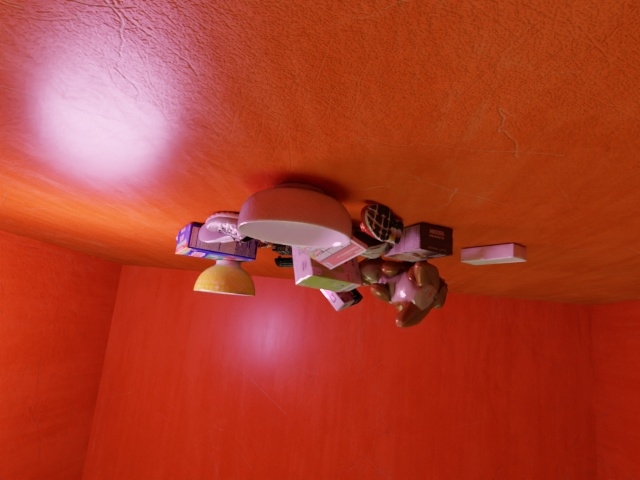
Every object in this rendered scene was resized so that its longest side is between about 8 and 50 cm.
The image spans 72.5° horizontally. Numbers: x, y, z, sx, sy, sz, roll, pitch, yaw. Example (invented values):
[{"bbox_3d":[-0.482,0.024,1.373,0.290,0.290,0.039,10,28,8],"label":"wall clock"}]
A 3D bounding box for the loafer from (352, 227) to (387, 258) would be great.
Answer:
[{"bbox_3d":[0.098,-0.012,1.660,0.320,0.112,0.111,10,149,-13],"label":"loafer"}]

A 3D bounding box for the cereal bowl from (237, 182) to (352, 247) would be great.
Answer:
[{"bbox_3d":[-0.070,-0.078,1.287,0.339,0.141,0.339,5,168,1],"label":"cereal bowl"}]

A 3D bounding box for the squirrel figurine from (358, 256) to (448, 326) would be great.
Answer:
[{"bbox_3d":[0.359,0.185,1.978,0.397,0.280,0.371,4,-169,-44],"label":"squirrel figurine"}]

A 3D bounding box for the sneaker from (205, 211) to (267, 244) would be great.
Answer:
[{"bbox_3d":[-0.315,-0.042,1.647,0.282,0.115,0.105,1,168,22],"label":"sneaker"}]

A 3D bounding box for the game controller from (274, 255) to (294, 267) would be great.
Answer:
[{"bbox_3d":[-0.084,0.102,2.330,0.320,0.067,0.166,-2,-175,-1],"label":"game controller"}]

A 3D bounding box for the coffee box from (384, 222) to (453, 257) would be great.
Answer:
[{"bbox_3d":[0.361,0.013,1.630,0.141,0.098,0.246,10,168,-21],"label":"coffee box"}]

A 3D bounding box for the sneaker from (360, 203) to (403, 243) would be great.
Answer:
[{"bbox_3d":[0.179,-0.046,1.438,0.119,0.107,0.279,10,170,30],"label":"sneaker"}]

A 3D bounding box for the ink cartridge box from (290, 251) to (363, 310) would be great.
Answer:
[{"bbox_3d":[0.029,0.162,2.067,0.176,0.371,0.069,-8,140,-55],"label":"ink cartridge box"}]

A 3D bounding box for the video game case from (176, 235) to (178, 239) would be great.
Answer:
[{"bbox_3d":[-0.614,0.042,2.233,0.201,0.023,0.183,16,-166,-44],"label":"video game case"}]

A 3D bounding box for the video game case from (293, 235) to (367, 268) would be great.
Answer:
[{"bbox_3d":[0.000,0.000,1.580,0.285,0.025,0.204,32,138,-28],"label":"video game case"}]

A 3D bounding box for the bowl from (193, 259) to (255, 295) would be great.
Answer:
[{"bbox_3d":[-0.447,0.177,2.084,0.290,0.155,0.289,6,172,1],"label":"bowl"}]

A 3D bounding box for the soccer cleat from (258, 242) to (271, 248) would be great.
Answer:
[{"bbox_3d":[-0.283,0.027,2.195,0.083,0.029,0.036,-12,156,43],"label":"soccer cleat"}]

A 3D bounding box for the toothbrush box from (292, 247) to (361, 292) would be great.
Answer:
[{"bbox_3d":[0.027,0.099,1.894,0.283,0.206,0.122,17,145,-39],"label":"toothbrush box"}]

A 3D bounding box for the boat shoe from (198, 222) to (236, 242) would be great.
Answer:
[{"bbox_3d":[-0.393,-0.028,1.808,0.258,0.095,0.084,0,163,32],"label":"boat shoe"}]

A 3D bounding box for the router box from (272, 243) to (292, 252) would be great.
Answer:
[{"bbox_3d":[-0.179,0.048,2.217,0.092,0.038,0.122,1,168,19],"label":"router box"}]

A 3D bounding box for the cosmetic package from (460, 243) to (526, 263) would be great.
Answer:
[{"bbox_3d":[0.703,0.058,1.785,0.099,0.060,0.239,11,167,-35],"label":"cosmetic package"}]

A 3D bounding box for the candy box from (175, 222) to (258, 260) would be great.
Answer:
[{"bbox_3d":[-0.483,0.022,2.027,0.317,0.122,0.268,13,168,-26],"label":"candy box"}]
